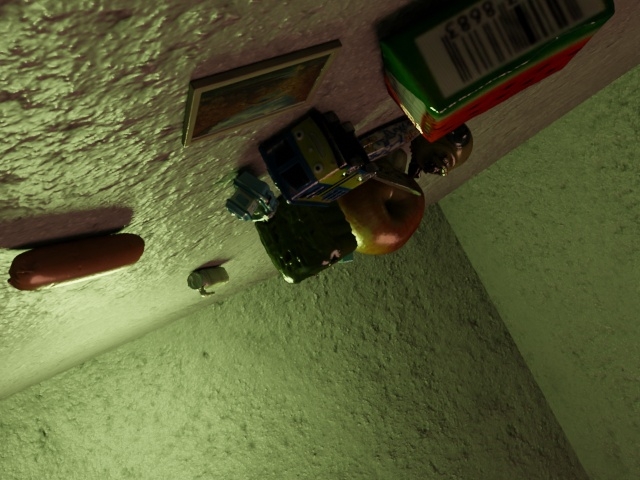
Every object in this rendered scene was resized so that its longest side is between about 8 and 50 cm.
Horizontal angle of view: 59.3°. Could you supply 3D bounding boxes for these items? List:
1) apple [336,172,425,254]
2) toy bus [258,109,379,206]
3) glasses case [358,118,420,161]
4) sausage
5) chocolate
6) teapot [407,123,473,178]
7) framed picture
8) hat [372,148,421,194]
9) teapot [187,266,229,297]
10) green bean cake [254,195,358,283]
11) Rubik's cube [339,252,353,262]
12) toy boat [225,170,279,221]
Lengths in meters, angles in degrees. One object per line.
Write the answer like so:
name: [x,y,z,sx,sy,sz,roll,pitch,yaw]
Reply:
apple: [0.175,-0.096,1.848,0.301,0.301,0.301,-27,173,-4]
toy bus: [0.005,-0.170,1.226,0.175,0.138,0.288,-30,173,17]
glasses case: [0.157,-0.254,1.475,0.248,0.065,0.087,-25,171,-6]
sausage: [-0.485,0.040,1.139,0.086,0.086,0.289,-32,173,33]
chocolate: [0.301,-0.339,1.003,0.360,0.161,0.341,-28,176,8]
teapot: [0.328,-0.250,1.592,0.269,0.173,0.182,-39,-159,50]
framed picture: [-0.099,-0.230,0.893,0.250,0.016,0.184,-24,172,-24]
hat: [0.189,-0.220,1.599,0.252,0.252,0.110,-2,112,-74]
teapot: [-0.426,0.161,2.153,0.077,0.107,0.200,-26,173,17]
green bean cake: [-0.048,-0.019,1.678,0.250,0.247,0.156,-31,173,34]
Rubik's cube: [0.000,0.000,1.995,0.224,0.265,0.213,-48,173,32]
toy boat: [-0.164,-0.083,1.314,0.098,0.109,0.238,-56,176,-6]
